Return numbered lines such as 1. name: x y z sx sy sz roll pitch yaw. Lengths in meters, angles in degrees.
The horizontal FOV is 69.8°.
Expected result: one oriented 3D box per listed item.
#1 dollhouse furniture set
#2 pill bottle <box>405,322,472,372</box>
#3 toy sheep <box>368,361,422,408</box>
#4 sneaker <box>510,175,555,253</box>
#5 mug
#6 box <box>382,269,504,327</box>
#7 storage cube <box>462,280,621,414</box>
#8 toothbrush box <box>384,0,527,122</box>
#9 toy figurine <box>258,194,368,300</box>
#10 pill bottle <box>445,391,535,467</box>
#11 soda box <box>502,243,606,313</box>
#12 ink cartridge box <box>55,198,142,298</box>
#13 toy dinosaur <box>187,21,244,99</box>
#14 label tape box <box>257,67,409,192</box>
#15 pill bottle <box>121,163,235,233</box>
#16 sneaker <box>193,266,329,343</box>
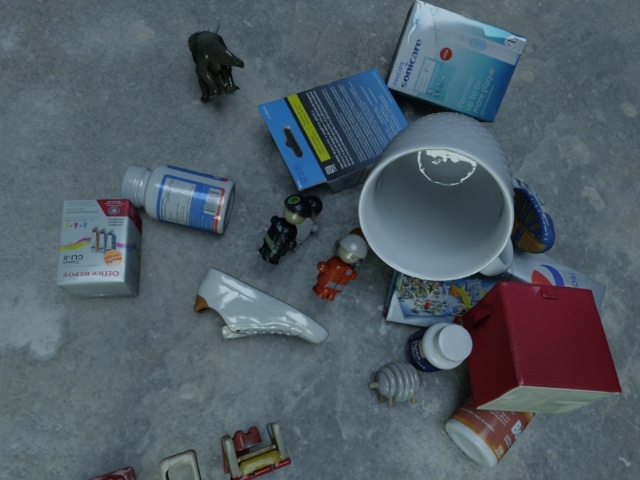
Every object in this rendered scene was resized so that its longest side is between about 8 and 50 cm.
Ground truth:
1. dollhouse furniture set: -0.242 0.449 0.791 0.373 0.201 0.152 -11 73 -20
2. pill bottle: 0.247 0.224 0.961 0.094 0.169 0.094 3 70 -9
3. toy sheep: 0.159 0.301 0.966 0.131 0.091 0.091 0 70 -29
4. sneaker: 0.490 -0.075 1.085 0.130 0.112 0.297 13 36 -17
5. mug: 0.281 -0.086 0.961 0.374 0.276 0.328 47 35 -11
6. box: 0.272 0.117 1.026 0.232 0.044 0.159 11 106 -6
7. storage cube: 0.404 0.209 0.871 0.214 0.184 0.193 7 58 -5
8. toothbrush box: 0.337 -0.456 1.192 0.295 0.126 0.217 19 105 -2
9. toy figurine: 0.000 0.000 0.967 0.212 0.209 0.148 34 107 6
10. pill bottle: 0.374 0.353 0.964 0.216 0.121 0.121 -40 81 -19
11. soda box: 0.515 0.092 1.093 0.286 0.098 0.091 28 69 0
12. ink cartridge box: -0.445 0.021 0.938 0.128 0.127 0.177 -2 72 -11
13. toy dinosaur: -0.259 -0.428 1.088 0.120 0.313 0.161 -23 114 -6
14. label tape box: 0.040 -0.257 1.130 0.333 0.106 0.241 -23 77 -17
15. pill bottle: -0.308 -0.097 1.005 0.221 0.124 0.125 14 69 -4
16. sneaker: -0.128 0.170 0.963 0.289 0.106 0.123 24 78 8
